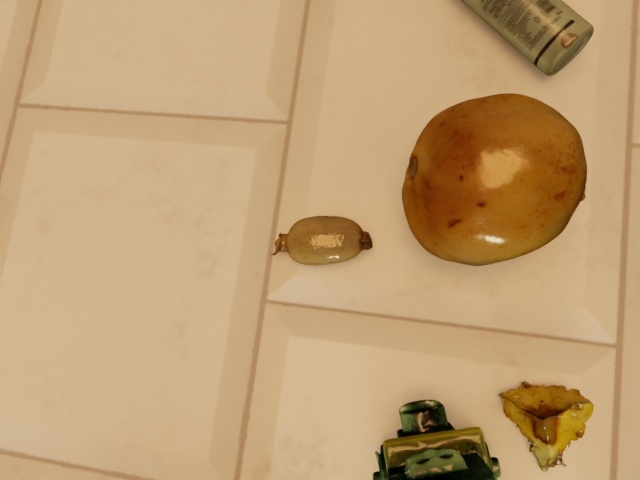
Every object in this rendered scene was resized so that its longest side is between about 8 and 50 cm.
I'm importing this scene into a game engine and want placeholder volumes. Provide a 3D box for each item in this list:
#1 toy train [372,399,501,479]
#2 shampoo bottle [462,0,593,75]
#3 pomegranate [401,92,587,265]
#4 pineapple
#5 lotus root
[{"bbox_3d":[0.153,0.386,0.596,0.160,0.253,0.396,-11,79,6],"label":"toy train"},{"bbox_3d":[0.272,-0.359,0.793,0.085,0.085,0.262,-42,76,1],"label":"shampoo bottle"},{"bbox_3d":[0.216,-0.077,0.687,0.233,0.233,0.233,-2,80,9],"label":"pomegranate"},{"bbox_3d":[0.293,0.247,0.692,0.114,0.077,0.114,-5,93,13],"label":"pineapple"},{"bbox_3d":[0.000,0.000,0.786,0.151,0.062,0.073,-3,79,8],"label":"lotus root"}]
